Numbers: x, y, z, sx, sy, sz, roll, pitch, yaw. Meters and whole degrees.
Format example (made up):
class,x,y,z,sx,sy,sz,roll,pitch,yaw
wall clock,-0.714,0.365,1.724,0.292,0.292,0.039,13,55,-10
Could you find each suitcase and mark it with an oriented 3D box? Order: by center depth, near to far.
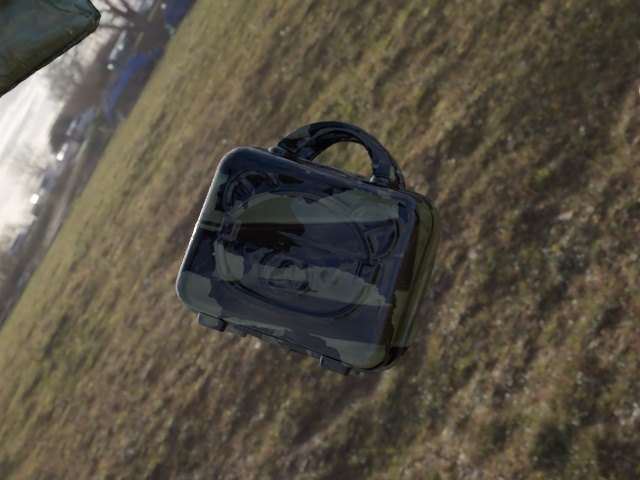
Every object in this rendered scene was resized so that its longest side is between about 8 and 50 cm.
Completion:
class,x,y,z,sx,sy,sz,roll,pitch,yaw
suitcase,0.000,0.000,1.415,0.194,0.352,0.339,35,-107,-74

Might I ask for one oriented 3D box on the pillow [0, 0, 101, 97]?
class,x,y,z,sx,sy,sz,roll,pitch,yaw
pillow,-0.376,-0.190,0.970,0.302,0.185,0.075,-36,-21,-1
